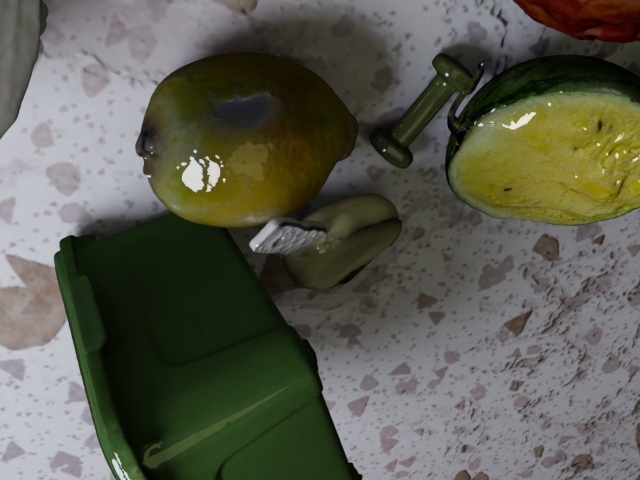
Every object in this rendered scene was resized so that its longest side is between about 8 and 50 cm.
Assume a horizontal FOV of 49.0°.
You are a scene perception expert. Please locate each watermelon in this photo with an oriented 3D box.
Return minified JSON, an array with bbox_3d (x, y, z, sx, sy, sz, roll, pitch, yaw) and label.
[{"bbox_3d":[0.227,-0.107,0.689,0.232,0.127,0.204,14,149,-5],"label":"watermelon"}]

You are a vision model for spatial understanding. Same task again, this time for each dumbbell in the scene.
[{"bbox_3d":[0.101,-0.128,0.698,0.052,0.046,0.118,32,110,-26],"label":"dumbbell"}]

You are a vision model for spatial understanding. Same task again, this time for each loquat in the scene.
[{"bbox_3d":[-0.062,-0.088,0.612,0.195,0.152,0.152,-9,125,-19],"label":"loquat"}]

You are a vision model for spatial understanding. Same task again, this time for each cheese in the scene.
[{"bbox_3d":[0.000,0.000,0.662,0.127,0.054,0.251,-43,164,13],"label":"cheese"}]

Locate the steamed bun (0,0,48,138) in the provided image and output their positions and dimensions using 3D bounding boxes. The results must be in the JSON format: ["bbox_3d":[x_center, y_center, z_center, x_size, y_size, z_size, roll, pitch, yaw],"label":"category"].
[{"bbox_3d":[-0.351,-0.164,0.418,0.309,0.309,0.309,-8,125,-11],"label":"steamed bun"}]

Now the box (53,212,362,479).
[{"bbox_3d":[-0.105,0.122,0.647,0.177,0.329,0.253,-29,129,-11],"label":"box"}]

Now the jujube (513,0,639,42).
[{"bbox_3d":[0.289,-0.267,0.564,0.290,0.197,0.197,-17,126,3],"label":"jujube"}]
